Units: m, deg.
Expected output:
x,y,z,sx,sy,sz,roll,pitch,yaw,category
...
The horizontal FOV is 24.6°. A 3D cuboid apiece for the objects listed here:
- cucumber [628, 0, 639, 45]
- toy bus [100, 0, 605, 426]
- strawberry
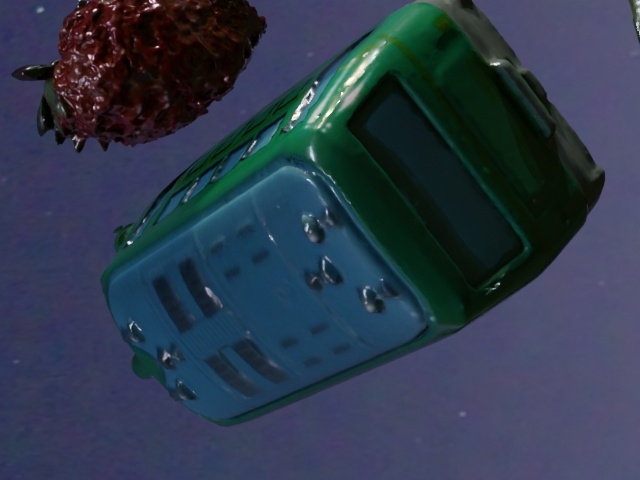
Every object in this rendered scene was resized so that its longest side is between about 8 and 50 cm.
x,y,z,sx,sy,sz,roll,pitch,yaw,category
0.323,-0.160,1.152,0.145,0.105,0.325,-8,-105,-38,cucumber
0.000,0.000,0.983,0.183,0.343,0.199,50,-129,-7,toy bus
-0.129,-0.122,1.121,0.192,0.140,0.085,6,-142,-41,strawberry
